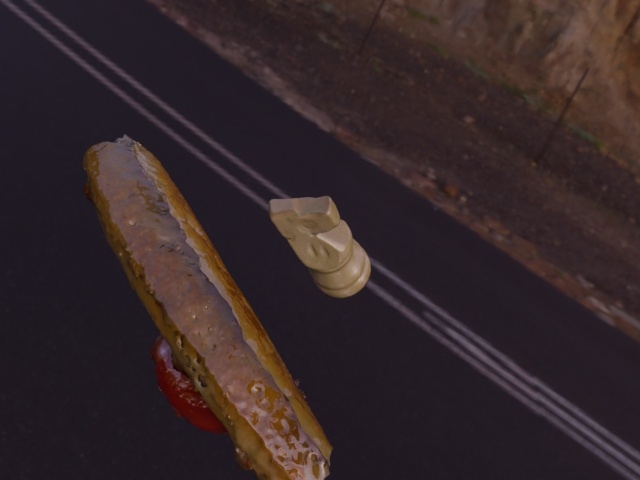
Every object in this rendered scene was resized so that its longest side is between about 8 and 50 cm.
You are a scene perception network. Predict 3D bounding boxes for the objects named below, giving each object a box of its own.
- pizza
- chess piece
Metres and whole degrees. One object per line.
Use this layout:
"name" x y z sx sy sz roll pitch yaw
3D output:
"pizza" -0.114 0.124 0.951 0.440 0.130 0.406 56 -8 27
"chess piece" 0.000 0.000 1.172 0.090 0.090 0.200 39 -8 33
